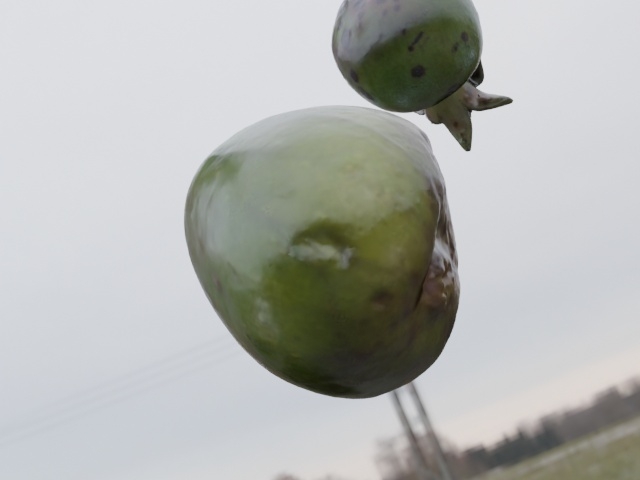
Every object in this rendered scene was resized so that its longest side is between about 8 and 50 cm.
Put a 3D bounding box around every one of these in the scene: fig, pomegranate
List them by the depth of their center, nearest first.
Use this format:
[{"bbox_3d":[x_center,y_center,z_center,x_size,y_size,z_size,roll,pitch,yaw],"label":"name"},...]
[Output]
[{"bbox_3d":[0.000,0.000,0.982,0.191,0.181,0.181,17,14,36],"label":"fig"},{"bbox_3d":[0.091,-0.176,1.451,0.148,0.148,0.169,-30,-36,28],"label":"pomegranate"}]
